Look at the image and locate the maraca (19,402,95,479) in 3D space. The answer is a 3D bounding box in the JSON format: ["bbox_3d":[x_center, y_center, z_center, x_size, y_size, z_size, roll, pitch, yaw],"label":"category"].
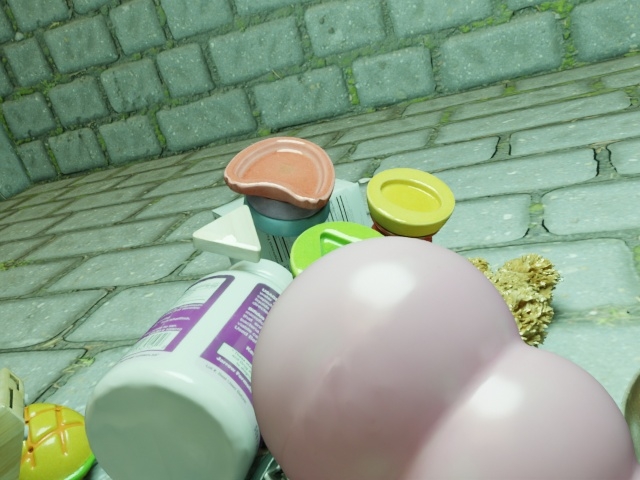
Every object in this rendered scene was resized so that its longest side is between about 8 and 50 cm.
[{"bbox_3d":[-0.347,0.240,0.645,0.186,0.099,0.127,3,24,2],"label":"maraca"}]

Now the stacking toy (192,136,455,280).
[{"bbox_3d":[0.000,0.000,0.775,0.309,0.130,0.279,20,46,14],"label":"stacking toy"}]

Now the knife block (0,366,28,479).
[{"bbox_3d":[-0.400,0.258,0.490,0.242,0.275,0.088,6,9,-30],"label":"knife block"}]

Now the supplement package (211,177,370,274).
[{"bbox_3d":[-0.048,-0.010,0.991,0.203,0.149,0.194,-26,23,-21],"label":"supplement package"}]

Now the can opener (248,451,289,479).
[{"bbox_3d":[-0.067,0.272,0.451,0.093,0.074,0.280,-45,-2,40],"label":"can opener"}]

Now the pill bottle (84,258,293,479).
[{"bbox_3d":[-0.114,0.136,0.651,0.169,0.169,0.301,-10,19,18],"label":"pill bottle"}]

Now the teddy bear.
[{"bbox_3d":[0.141,0.095,0.649,0.338,0.113,0.245,-27,21,-25],"label":"teddy bear"}]

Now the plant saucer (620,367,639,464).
[{"bbox_3d":[0.386,0.158,0.395,0.311,0.050,0.310,-15,21,6],"label":"plant saucer"}]

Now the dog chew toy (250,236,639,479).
[{"bbox_3d":[0.107,0.143,0.386,0.207,0.206,0.332,-32,57,-34],"label":"dog chew toy"}]
